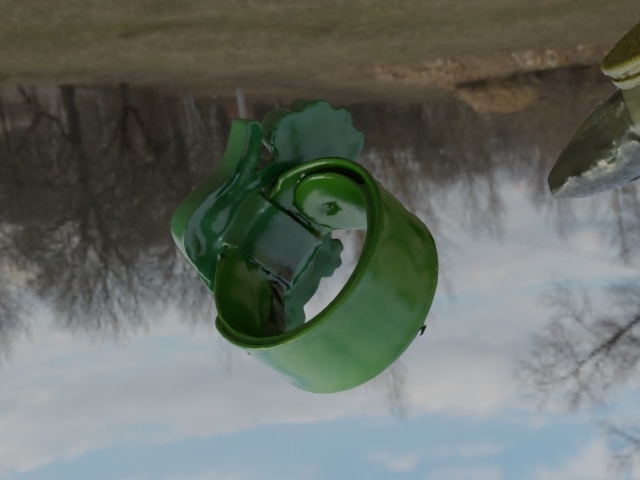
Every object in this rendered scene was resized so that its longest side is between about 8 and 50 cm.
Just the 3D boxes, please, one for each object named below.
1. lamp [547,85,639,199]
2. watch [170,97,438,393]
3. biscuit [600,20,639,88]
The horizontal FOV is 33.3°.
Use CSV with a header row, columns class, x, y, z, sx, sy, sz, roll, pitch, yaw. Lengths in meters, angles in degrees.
class,x,y,z,sx,sy,sz,roll,pitch,yaw
lamp,0.337,-0.122,1.118,0.250,0.101,0.101,-39,169,33
watch,0.000,0.000,0.657,0.165,0.131,0.152,-53,-142,-6
biscuit,0.216,-0.127,0.672,0.084,0.023,0.084,-39,-169,9
